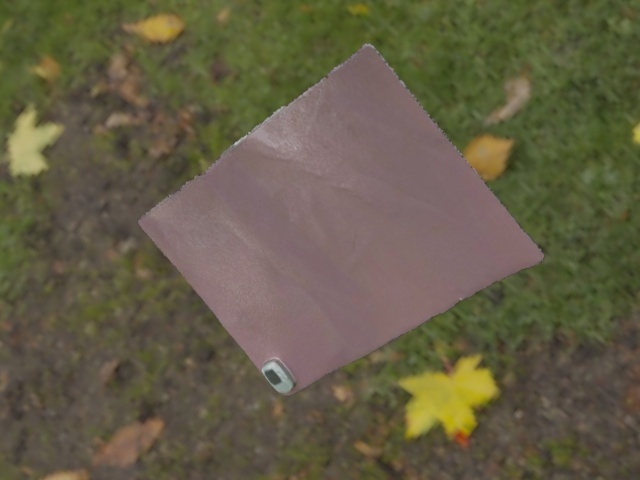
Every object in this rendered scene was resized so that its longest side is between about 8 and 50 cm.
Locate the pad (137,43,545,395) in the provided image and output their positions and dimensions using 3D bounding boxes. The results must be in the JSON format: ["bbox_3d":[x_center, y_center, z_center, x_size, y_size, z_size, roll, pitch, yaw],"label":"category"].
[{"bbox_3d":[0.000,0.000,0.711,0.188,0.113,0.006,-32,9,47],"label":"pad"}]
